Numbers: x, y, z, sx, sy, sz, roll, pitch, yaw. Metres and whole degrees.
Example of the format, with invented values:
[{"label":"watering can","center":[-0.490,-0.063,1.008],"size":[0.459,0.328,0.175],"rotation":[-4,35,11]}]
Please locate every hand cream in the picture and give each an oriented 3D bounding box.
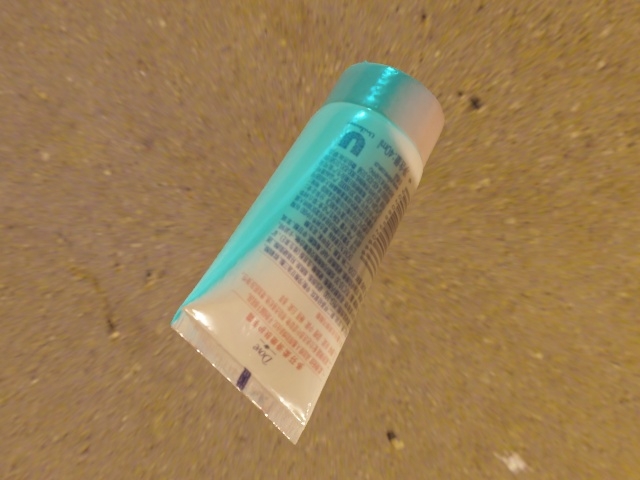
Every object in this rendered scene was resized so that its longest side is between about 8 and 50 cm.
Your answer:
[{"label":"hand cream","center":[0.000,0.000,1.036],"size":[0.133,0.083,0.248],"rotation":[49,58,-30]}]
